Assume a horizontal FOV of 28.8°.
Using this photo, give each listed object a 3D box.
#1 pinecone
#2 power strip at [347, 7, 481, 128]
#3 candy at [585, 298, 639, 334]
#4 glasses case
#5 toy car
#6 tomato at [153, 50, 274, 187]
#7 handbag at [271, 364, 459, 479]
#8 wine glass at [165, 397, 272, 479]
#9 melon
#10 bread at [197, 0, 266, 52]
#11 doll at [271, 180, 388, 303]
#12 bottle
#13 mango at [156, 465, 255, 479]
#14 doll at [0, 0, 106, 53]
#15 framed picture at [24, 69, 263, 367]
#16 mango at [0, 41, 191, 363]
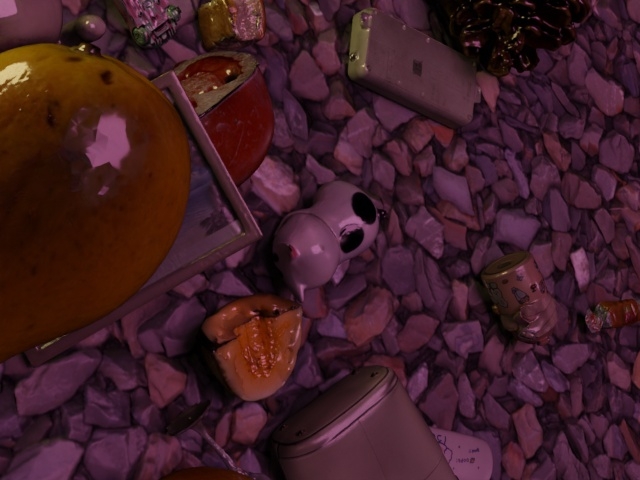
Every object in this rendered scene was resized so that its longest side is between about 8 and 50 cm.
[{"bbox_3d":[0.307,-0.394,2.003,0.257,0.243,0.243,-43,106,-42],"label":"pinecone"},{"bbox_3d":[0.146,-0.269,1.957,0.270,0.046,0.118,20,69,-36],"label":"power strip"},{"bbox_3d":[0.515,0.129,2.162,0.182,0.046,0.053,-5,85,-36],"label":"candy"},{"bbox_3d":[0.175,0.314,1.817,0.197,0.049,0.076,18,69,-34],"label":"glasses case"},{"bbox_3d":[-0.242,-0.319,1.638,0.069,0.055,0.142,-43,117,-30],"label":"toy car"},{"bbox_3d":[-0.154,-0.131,1.605,0.214,0.180,0.155,-38,121,-32],"label":"tomato"},{"bbox_3d":[0.075,0.345,1.698,0.241,0.109,0.315,-34,110,-24],"label":"handbag"},{"bbox_3d":[-0.090,0.315,1.582,0.262,0.074,0.074,53,51,-18],"label":"wine glass"},{"bbox_3d":[-0.099,0.144,1.624,0.160,0.079,0.128,-25,113,-42],"label":"melon"},{"bbox_3d":[-0.119,-0.300,1.718,0.076,0.083,0.070,-12,90,-42],"label":"bread"},{"bbox_3d":[0.002,-0.004,1.725,0.180,0.107,0.110,-37,124,-34],"label":"doll"},{"bbox_3d":[0.323,0.101,1.976,0.099,0.099,0.152,-35,105,-41],"label":"bottle"},{"bbox_3d":[-0.103,0.391,1.500,0.316,0.146,0.193,43,72,-34],"label":"mango"},{"bbox_3d":[-0.431,-0.317,1.373,0.370,0.215,0.226,54,35,-18],"label":"doll"},{"bbox_3d":[-0.255,-0.028,1.460,0.315,0.024,0.232,-30,100,-8],"label":"framed picture"},{"bbox_3d":[-0.335,-0.012,1.324,0.445,0.220,0.301,-47,110,-3],"label":"mango"}]
